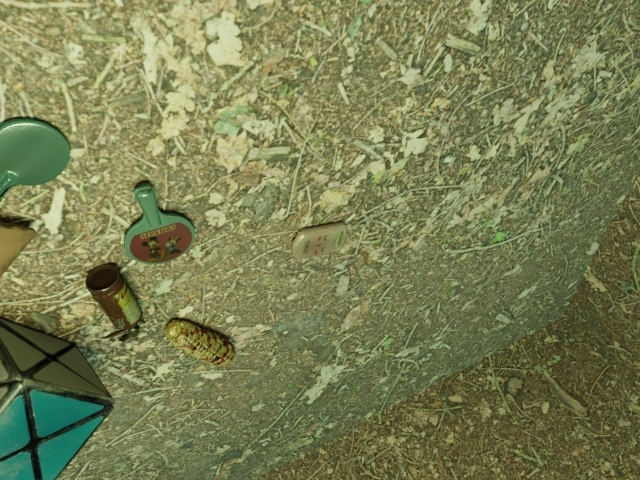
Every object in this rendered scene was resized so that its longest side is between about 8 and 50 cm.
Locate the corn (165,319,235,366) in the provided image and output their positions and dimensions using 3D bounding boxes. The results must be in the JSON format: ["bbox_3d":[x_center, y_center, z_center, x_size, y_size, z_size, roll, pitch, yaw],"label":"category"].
[{"bbox_3d":[-0.332,0.290,1.384,0.086,0.086,0.253,-37,141,5],"label":"corn"}]

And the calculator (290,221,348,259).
[{"bbox_3d":[0.000,0.000,1.343,0.175,0.032,0.100,-11,137,-26],"label":"calculator"}]

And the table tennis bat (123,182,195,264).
[{"bbox_3d":[-0.354,-0.030,1.066,0.152,0.040,0.244,-18,144,-17],"label":"table tennis bat"}]

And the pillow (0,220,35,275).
[{"bbox_3d":[-0.668,0.030,0.866,0.236,0.084,0.223,-46,139,12],"label":"pillow"}]

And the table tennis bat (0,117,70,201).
[{"bbox_3d":[-0.522,-0.123,0.848,0.201,0.033,0.124,-44,139,11],"label":"table tennis bat"}]

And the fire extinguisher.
[{"bbox_3d":[-0.480,0.160,1.161,0.106,0.075,0.252,0,140,3],"label":"fire extinguisher"}]

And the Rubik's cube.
[{"bbox_3d":[-0.647,0.349,1.038,0.259,0.254,0.260,-55,142,-7],"label":"Rubik's cube"}]
